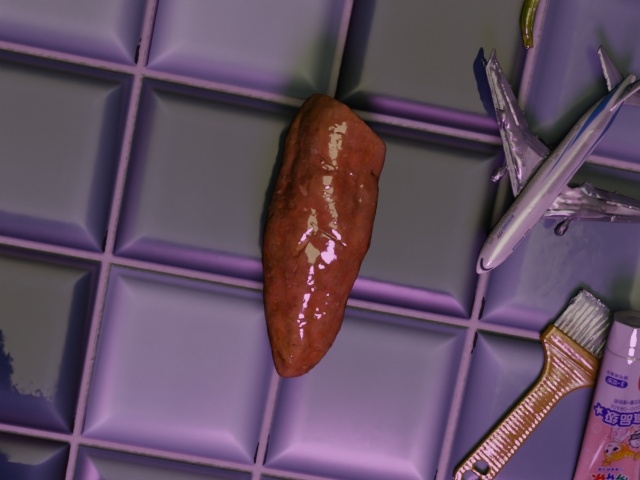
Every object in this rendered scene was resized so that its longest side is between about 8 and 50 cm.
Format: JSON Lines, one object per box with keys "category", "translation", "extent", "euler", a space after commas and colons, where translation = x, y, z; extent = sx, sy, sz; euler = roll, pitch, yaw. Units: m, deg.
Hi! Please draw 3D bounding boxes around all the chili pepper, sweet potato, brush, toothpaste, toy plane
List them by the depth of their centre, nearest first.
{"category": "sweet potato", "translation": [0.000, 0.000, 1.163], "extent": [0.097, 0.097, 0.252], "euler": [7, 103, -5]}
{"category": "chili pepper", "translation": [0.192, -0.207, 1.177], "extent": [0.030, 0.017, 0.083], "euler": [30, 95, -9]}
{"category": "toy plane", "translation": [0.207, -0.062, 1.182], "extent": [0.226, 0.058, 0.226], "euler": [39, 98, -13]}
{"category": "toothpaste", "translation": [0.267, 0.158, 1.226], "extent": [0.067, 0.043, 0.195], "euler": [2, 113, -5]}
{"category": "brush", "translation": [0.199, 0.148, 1.240], "extent": [0.082, 0.010, 0.218], "euler": [39, 96, -9]}
